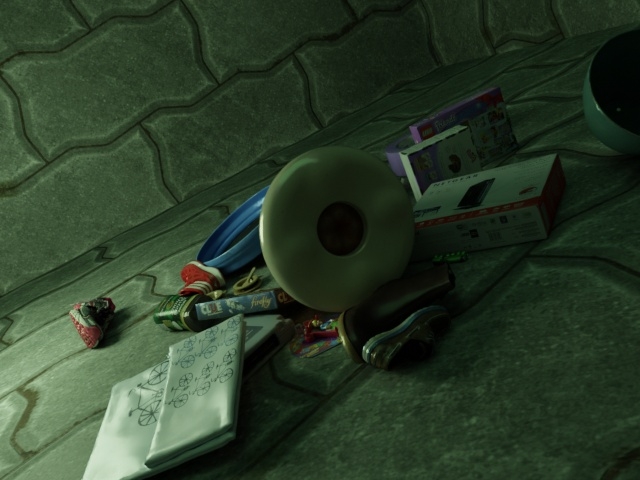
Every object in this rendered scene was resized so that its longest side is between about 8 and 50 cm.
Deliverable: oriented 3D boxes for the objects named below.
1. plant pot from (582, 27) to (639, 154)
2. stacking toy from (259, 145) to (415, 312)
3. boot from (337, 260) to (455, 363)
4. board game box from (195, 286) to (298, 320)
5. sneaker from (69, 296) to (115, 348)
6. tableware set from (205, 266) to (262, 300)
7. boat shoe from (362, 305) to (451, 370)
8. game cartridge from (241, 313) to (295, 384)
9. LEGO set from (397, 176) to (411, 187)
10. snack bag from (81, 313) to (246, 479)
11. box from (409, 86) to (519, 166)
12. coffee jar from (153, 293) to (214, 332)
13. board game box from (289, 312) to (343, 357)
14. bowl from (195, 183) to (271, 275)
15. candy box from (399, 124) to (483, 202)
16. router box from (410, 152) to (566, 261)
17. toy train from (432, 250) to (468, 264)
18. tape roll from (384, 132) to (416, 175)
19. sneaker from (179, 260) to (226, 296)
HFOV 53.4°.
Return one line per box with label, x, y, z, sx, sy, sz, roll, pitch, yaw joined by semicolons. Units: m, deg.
plant pot;0.739;-0.313;1.479;0.290;0.290;0.195;-26;-19;-6
stacking toy;-0.030;-0.022;1.513;0.351;0.350;0.480;-30;10;-19
boot;0.146;0.120;1.172;0.207;0.090;0.248;-30;7;20
board game box;-0.150;0.143;1.506;0.243;0.042;0.165;-12;-2;33
sneaker;-0.677;0.228;1.909;0.112;0.120;0.299;-26;17;-14
tableware set;-0.255;0.138;1.758;0.194;0.039;0.128;-24;18;0
boat shoe;0.162;0.175;1.091;0.183;0.066;0.066;-26;37;-24
game cartridge;-0.211;0.256;1.341;0.198;0.062;0.297;-11;21;47
LEGO set;0.199;-0.167;1.940;0.227;0.087;0.093;16;7;-39
snack bag;-0.291;0.303;1.183;0.343;0.037;0.323;-27;28;12
box;0.433;-0.310;1.907;0.293;0.201;0.057;-26;18;-10
coffee jar;-0.349;0.188;1.654;0.184;0.079;0.096;-6;43;44
board game box;0.008;0.179;1.311;0.169;0.033;0.133;-26;17;-5
bowl;-0.223;-0.038;2.015;0.391;0.077;0.391;-36;19;15
candy box;0.343;-0.210;1.789;0.196;0.164;0.070;-25;19;-7
router box;0.379;-0.077;1.496;0.335;0.082;0.301;-12;21;33
toy train;0.282;0.040;1.391;0.083;0.017;0.023;-10;32;36
tape roll;0.367;-0.322;2.214;0.275;0.090;0.275;-21;17;7
sneaker;-0.388;0.127;1.889;0.128;0.087;0.221;-34;19;-34
